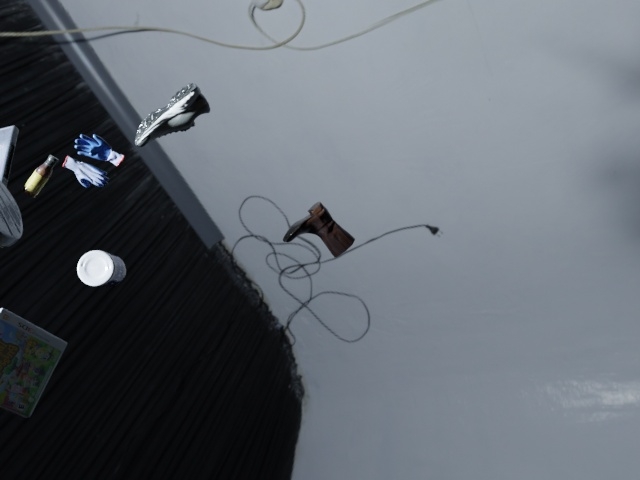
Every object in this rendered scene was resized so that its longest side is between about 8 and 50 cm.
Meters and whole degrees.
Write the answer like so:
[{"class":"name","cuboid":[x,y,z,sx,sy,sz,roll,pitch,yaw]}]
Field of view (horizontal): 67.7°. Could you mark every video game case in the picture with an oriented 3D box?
[{"class":"video game case","cuboid":[-0.972,-0.201,1.346,0.196,0.274,0.026,-13,149,1]},{"class":"video game case","cuboid":[-0.768,0.306,1.196,0.023,0.212,0.193,-21,131,28]}]

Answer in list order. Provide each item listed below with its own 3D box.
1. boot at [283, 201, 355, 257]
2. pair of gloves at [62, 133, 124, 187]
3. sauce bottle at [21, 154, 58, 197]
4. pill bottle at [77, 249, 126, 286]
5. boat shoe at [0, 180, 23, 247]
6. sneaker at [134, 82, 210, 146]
[{"class":"boot","cuboid":[0.000,0.000,0.908,0.106,0.037,0.114,-43,111,-5]},{"class":"pair of gloves","cuboid":[-0.794,-0.271,1.660,0.159,0.023,0.198,30,113,-30]},{"class":"sauce bottle","cuboid":[-0.788,-0.183,1.347,0.042,0.128,0.042,34,175,4]},{"class":"pill bottle","cuboid":[-0.695,0.095,1.538,0.112,0.111,0.187,30,170,-3]},{"class":"boat shoe","cuboid":[-0.669,-0.098,0.864,0.335,0.119,0.121,48,175,14]},{"class":"sneaker","cuboid":[-0.463,-0.367,1.481,0.272,0.100,0.108,-32,130,9]}]
